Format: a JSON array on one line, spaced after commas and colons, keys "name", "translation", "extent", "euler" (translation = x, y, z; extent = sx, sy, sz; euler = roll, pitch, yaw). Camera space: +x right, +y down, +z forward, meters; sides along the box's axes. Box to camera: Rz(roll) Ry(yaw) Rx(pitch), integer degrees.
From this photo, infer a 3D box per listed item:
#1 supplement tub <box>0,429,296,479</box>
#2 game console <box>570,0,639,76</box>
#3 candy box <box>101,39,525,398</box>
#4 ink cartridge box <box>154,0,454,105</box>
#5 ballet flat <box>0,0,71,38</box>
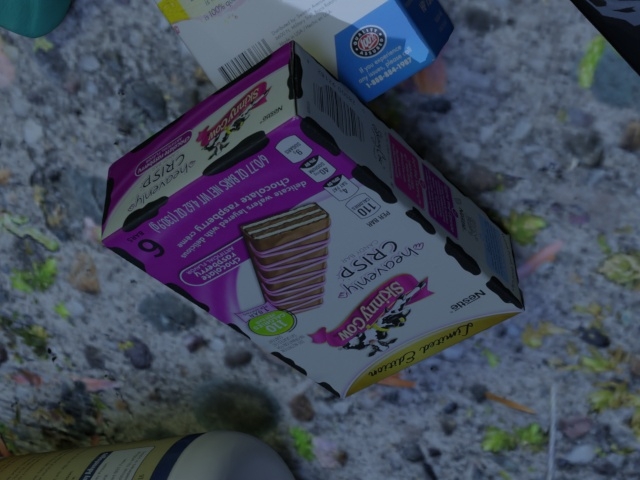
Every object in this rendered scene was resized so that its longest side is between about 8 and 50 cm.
[{"name": "supplement tub", "translation": [-0.181, 0.275, 0.895], "extent": [0.316, 0.228, 0.228], "euler": [-10, 111, 22]}, {"name": "game console", "translation": [0.314, -0.217, 0.596], "extent": [0.342, 0.060, 0.386], "euler": [46, 120, -7]}, {"name": "candy box", "translation": [0.000, 0.000, 0.736], "extent": [0.159, 0.071, 0.233], "euler": [-30, 133, 28]}, {"name": "ink cartridge box", "translation": [-0.038, -0.183, 0.712], "extent": [0.134, 0.078, 0.231], "euler": [-29, 104, 26]}, {"name": "ballet flat", "translation": [-0.191, -0.238, 0.720], "extent": [0.083, 0.087, 0.247], "euler": [-4, 118, -18]}]
